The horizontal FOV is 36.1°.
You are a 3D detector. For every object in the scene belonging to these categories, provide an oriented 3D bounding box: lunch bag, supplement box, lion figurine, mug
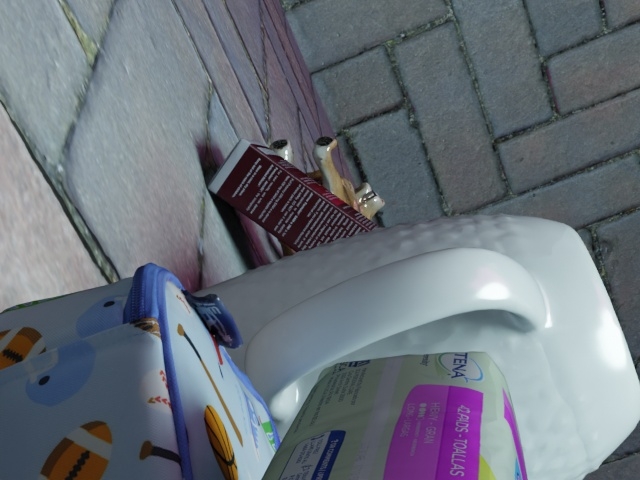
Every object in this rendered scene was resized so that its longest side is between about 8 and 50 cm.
[{"bbox_3d":[-0.065,0.172,0.474,0.243,0.115,0.303,65,10,-49],"label":"lunch bag"},{"bbox_3d":[-0.003,-0.020,1.129,0.239,0.073,0.130,35,6,4],"label":"supplement box"},{"bbox_3d":[0.000,0.000,1.449,0.392,0.142,0.240,-76,156,-52],"label":"lion figurine"},{"bbox_3d":[0.070,0.103,0.781,0.374,0.328,0.276,54,17,-65],"label":"mug"}]

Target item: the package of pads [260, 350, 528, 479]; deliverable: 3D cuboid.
[{"bbox_3d":[0.042,0.216,0.347,0.229,0.101,0.296,-52,133,-73],"label":"package of pads"}]
